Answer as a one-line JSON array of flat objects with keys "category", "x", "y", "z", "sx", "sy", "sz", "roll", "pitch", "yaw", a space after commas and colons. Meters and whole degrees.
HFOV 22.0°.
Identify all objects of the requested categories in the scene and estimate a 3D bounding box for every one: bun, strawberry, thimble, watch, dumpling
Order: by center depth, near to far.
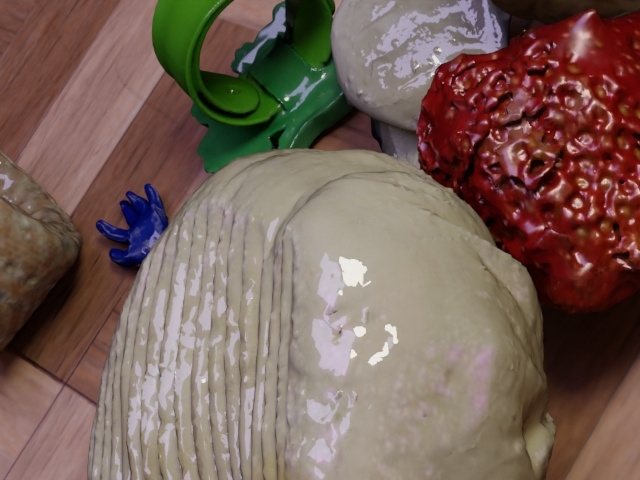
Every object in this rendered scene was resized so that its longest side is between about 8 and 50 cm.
[{"category": "bun", "x": 0.007, "y": 0.120, "z": 0.988, "sx": 0.365, "sy": 0.219, "sz": 0.365, "roll": -26, "pitch": 60, "yaw": 57}, {"category": "strawberry", "x": 0.157, "y": -0.041, "z": 1.020, "sx": 0.184, "sy": 0.187, "sz": 0.201, "roll": 124, "pitch": 148, "yaw": -45}, {"category": "dumpling", "x": 0.082, "y": -0.142, "z": 1.190, "sx": 0.150, "sy": 0.092, "sz": 0.176, "roll": 5, "pitch": 66, "yaw": 40}, {"category": "watch", "x": -0.059, "y": -0.137, "z": 1.256, "sx": 0.165, "sy": 0.152, "sz": 0.131, "roll": -43, "pitch": 49, "yaw": 5}, {"category": "thimble", "x": -0.310, "y": -0.010, "z": 1.332, "sx": 0.148, "sy": 0.196, "sz": 0.229, "roll": -50, "pitch": 46, "yaw": 2}]

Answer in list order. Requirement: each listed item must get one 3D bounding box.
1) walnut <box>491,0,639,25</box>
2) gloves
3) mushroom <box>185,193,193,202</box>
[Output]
[{"category": "walnut", "x": 0.198, "y": -0.263, "z": 1.093, "sx": 0.257, "sy": 0.224, "sz": 0.257, "roll": 3, "pitch": 64, "yaw": -6}, {"category": "gloves", "x": -0.149, "y": -0.008, "z": 1.328, "sx": 0.064, "sy": 0.026, "sz": 0.086, "roll": -42, "pitch": 46, "yaw": 11}, {"category": "mushroom", "x": 0.003, "y": -0.003, "z": 1.175, "sx": 0.223, "sy": 0.081, "sz": 0.092, "roll": 3, "pitch": 46, "yaw": 36}]
